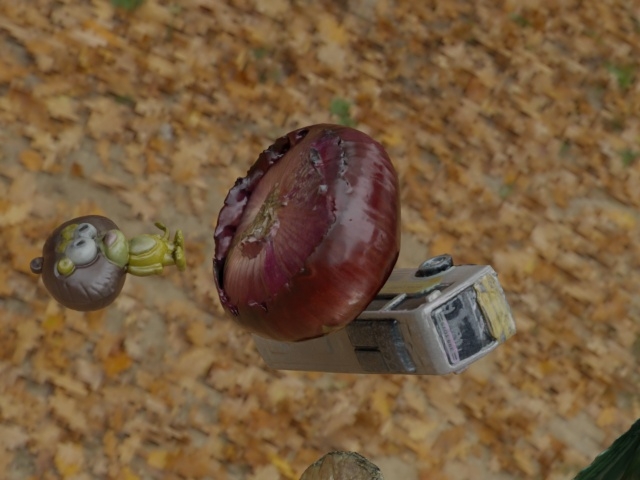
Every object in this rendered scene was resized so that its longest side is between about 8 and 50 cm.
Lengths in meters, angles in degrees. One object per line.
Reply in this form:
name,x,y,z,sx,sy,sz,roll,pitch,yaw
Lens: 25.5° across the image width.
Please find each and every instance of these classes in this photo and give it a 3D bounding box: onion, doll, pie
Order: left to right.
doll,-0.267,0.014,1.770,0.188,0.096,0.145,-26,50,-13
onion,-0.006,-0.007,1.422,0.161,0.248,0.248,9,35,-26
pie,0.020,0.365,1.789,0.052,0.185,0.218,29,48,-27

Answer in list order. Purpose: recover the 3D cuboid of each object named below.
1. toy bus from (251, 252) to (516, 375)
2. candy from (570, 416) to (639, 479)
toy bus,0.061,0.089,1.615,0.138,0.342,0.097,-30,106,-34
candy,0.417,0.327,1.344,0.172,0.263,0.398,-4,44,-47
